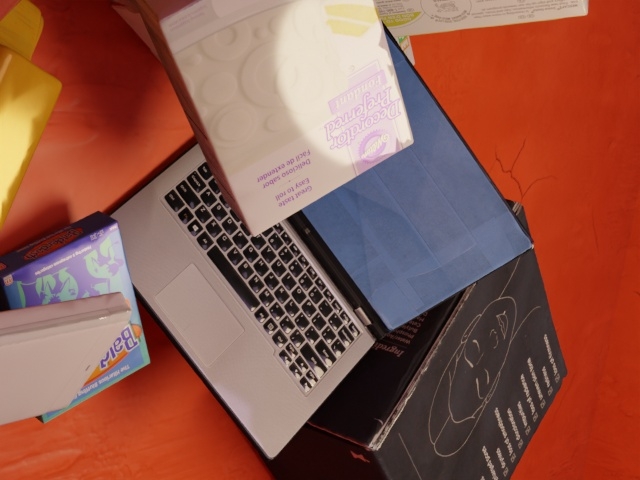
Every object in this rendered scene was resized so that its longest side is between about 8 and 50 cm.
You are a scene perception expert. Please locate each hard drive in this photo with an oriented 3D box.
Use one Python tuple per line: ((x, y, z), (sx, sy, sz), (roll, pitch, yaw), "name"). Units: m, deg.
((-0.367, 0.143, 1.182), (0.308, 0.040, 0.203), (-10, 149, -45), "hard drive")

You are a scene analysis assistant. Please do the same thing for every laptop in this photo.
((0.000, 0.000, 1.484), (0.382, 0.236, 0.408), (54, 53, -11), "laptop")

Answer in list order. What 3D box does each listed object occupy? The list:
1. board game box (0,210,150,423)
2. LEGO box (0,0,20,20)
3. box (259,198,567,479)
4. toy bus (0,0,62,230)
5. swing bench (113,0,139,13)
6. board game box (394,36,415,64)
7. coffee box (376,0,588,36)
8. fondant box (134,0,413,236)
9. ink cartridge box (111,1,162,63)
((-0.298, 0.092, 1.372), (0.160, 0.047, 0.210), (-30, 127, -33), "board game box")
((-0.500, -0.266, 0.825), (0.372, 0.193, 0.500), (-55, 141, -28), "LEGO box")
((0.146, 0.230, 1.875), (0.471, 0.298, 0.479), (-56, 143, -28), "box")
((-0.364, -0.097, 1.148), (0.108, 0.130, 0.332), (34, 74, -55), "toy bus")
((-0.223, -0.393, 1.197), (0.254, 0.165, 0.253), (-54, 151, 15), "swing bench")
((0.101, -0.319, 1.836), (0.103, 0.026, 0.154), (-51, 140, -32), "board game box")
((0.163, -0.502, 1.496), (0.334, 0.338, 0.337), (57, 37, -49), "coffee box")
((-0.043, -0.195, 1.317), (0.238, 0.096, 0.330), (-31, 136, -10), "fondant box")
((-0.129, -0.331, 1.427), (0.237, 0.100, 0.172), (-64, 146, -16), "ink cartridge box")
